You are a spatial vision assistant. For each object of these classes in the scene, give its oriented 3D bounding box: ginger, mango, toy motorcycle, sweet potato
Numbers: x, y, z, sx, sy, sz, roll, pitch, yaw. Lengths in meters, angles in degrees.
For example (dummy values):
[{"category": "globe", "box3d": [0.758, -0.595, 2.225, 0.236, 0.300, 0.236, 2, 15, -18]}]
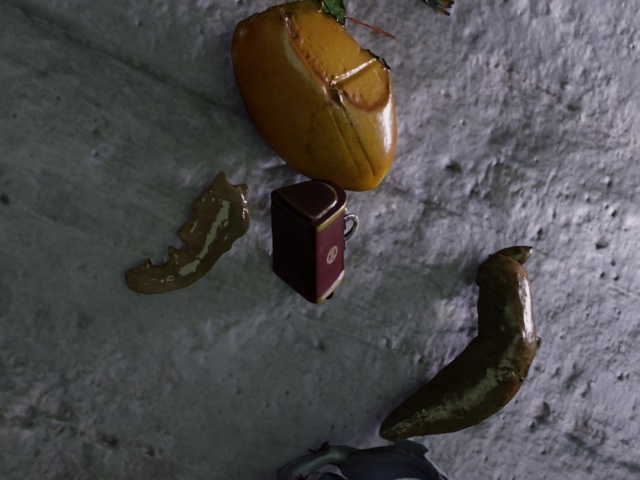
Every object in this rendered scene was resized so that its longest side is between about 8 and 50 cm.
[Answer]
[{"category": "ginger", "box3d": [-0.140, 0.002, 1.094, 0.069, 0.051, 0.173, 44, 75, -14]}, {"category": "mango", "box3d": [-0.001, -0.160, 1.101, 0.154, 0.126, 0.252, -43, 115, -17]}, {"category": "toy motorcycle", "box3d": [0.029, 0.322, 1.035, 0.182, 0.319, 0.241, 16, 94, -19]}, {"category": "sweet potato", "box3d": [0.202, 0.143, 1.214, 0.124, 0.098, 0.310, 34, 82, 1]}]

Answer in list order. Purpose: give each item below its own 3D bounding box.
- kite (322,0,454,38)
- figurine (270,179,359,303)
[{"category": "kite", "box3d": [0.059, -0.334, 1.179, 0.244, 0.006, 0.198, 16, 87, -21]}, {"category": "figurine", "box3d": [0.001, 0.001, 1.122, 0.098, 0.082, 0.154, -32, 140, -30]}]
